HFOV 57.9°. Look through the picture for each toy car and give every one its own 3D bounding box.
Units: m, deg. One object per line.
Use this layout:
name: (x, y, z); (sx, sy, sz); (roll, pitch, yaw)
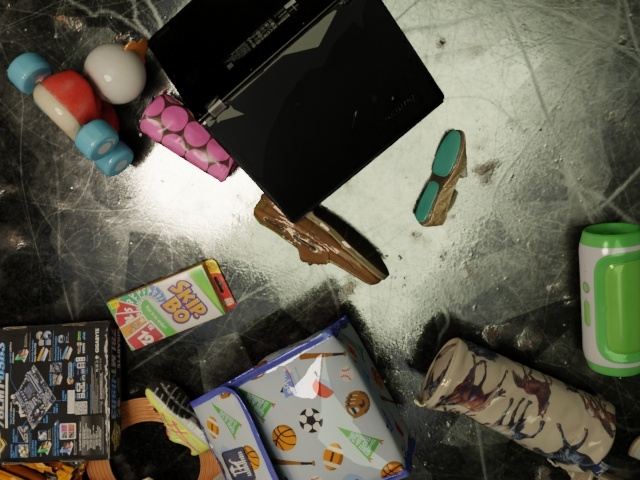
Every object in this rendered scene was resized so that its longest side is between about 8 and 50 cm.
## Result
toy car: (-0.411, -0.291, 1.114); (0.219, 0.210, 0.238); (45, 81, 5)

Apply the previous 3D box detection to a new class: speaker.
speaker: (0.600, 0.119, 1.181); (0.131, 0.131, 0.297); (-7, 103, 4)

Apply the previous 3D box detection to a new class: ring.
ring: (-0.389, 0.520, 1.370); (0.336, 0.032, 0.337); (0, 103, 2)

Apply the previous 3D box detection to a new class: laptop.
laptop: (-0.054, -0.329, 1.110); (0.382, 0.236, 0.408); (-39, 61, 6)

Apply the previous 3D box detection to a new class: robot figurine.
robot figurine: (-0.671, 0.519, 1.342); (0.291, 0.085, 0.211); (18, 104, 4)

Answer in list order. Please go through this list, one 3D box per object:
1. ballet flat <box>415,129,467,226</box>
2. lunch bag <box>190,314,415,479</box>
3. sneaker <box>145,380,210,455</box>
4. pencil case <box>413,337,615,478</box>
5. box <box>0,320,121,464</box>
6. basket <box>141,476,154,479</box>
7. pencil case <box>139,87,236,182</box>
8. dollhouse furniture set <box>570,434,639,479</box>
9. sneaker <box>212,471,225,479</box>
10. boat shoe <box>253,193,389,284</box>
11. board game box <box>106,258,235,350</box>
ballet flat: (0.258, -0.122, 1.178); (0.067, 0.073, 0.206); (13, 108, -29)
lunch bag: (-0.049, 0.393, 1.197); (0.385, 0.239, 0.328); (-29, 82, 12)
sneaker: (-0.320, 0.403, 1.285); (0.094, 0.081, 0.208); (-42, 96, 17)
pencil case: (0.411, 0.352, 1.228); (0.410, 0.160, 0.184); (24, 89, -4)
box: (-0.589, 0.330, 1.265); (0.293, 0.073, 0.296); (-5, 81, 5)
basket: (-0.407, 0.757, 1.239); (0.266, 0.328, 0.331); (-23, 124, 5)
pencil case: (-0.256, -0.209, 1.163); (0.209, 0.095, 0.098); (34, 75, -8)
dollhouse furniture set: (0.685, 0.599, 1.200); (0.198, 0.303, 0.286); (23, 103, -4)
sneaker: (-0.120, 0.586, 1.331); (0.255, 0.094, 0.151); (-12, 102, -4)
boat shoe: (0.000, 0.000, 1.197); (0.307, 0.111, 0.104); (40, 106, 3)
board game box: (-0.327, 0.142, 1.277); (0.259, 0.039, 0.124); (-22, 102, 5)
